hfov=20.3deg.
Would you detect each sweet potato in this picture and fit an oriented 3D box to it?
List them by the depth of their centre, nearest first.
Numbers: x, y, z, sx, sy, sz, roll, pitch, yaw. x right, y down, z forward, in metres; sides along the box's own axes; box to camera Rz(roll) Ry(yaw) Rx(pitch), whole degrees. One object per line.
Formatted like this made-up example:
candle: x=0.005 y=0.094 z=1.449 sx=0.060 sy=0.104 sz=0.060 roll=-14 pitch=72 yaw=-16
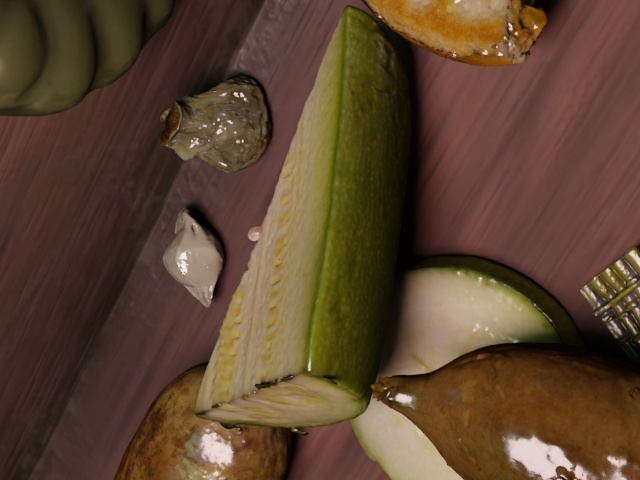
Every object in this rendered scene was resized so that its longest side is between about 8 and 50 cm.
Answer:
sweet potato: x=0.214 y=0.158 z=1.251 sx=0.369 sy=0.158 sz=0.158 roll=31 pitch=119 yaw=19

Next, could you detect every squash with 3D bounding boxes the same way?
squash: x=0.004 y=-0.006 z=1.379 sx=0.203 sy=0.111 sz=0.289 roll=-28 pitch=53 yaw=57
squash: x=0.117 y=0.119 z=1.403 sx=0.219 sy=0.041 sz=0.219 roll=11 pitch=110 yaw=32

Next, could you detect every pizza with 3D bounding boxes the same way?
pizza: x=0.113 y=-0.233 z=1.302 sx=0.188 sy=0.062 sz=0.199 roll=37 pitch=114 yaw=35

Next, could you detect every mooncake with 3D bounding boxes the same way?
mooncake: x=-0.251 y=-0.260 z=1.402 sx=0.187 sy=0.351 sz=0.351 roll=2 pitch=103 yaw=34

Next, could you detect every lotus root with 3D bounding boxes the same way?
lotus root: x=-0.112 y=0.219 z=1.548 sx=0.145 sy=0.128 sz=0.260 roll=49 pitch=122 yaw=35

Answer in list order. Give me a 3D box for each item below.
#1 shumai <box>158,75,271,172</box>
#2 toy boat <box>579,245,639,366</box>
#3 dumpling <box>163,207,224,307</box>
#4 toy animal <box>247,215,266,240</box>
shumai: x=-0.091 y=-0.094 z=1.481 sx=0.082 sy=0.080 sz=0.083 roll=40 pitch=121 yaw=22
toy boat: x=0.242 y=0.066 z=1.299 sx=0.063 sy=0.016 sz=0.115 roll=-43 pitch=74 yaw=36
dumpling: x=-0.109 y=0.015 z=1.554 sx=0.052 sy=0.057 sz=0.076 roll=-44 pitch=101 yaw=0
toy animal: x=0.000 y=0.000 z=1.432 sx=0.114 sy=0.082 sz=0.091 roll=-12 pitch=94 yaw=39
